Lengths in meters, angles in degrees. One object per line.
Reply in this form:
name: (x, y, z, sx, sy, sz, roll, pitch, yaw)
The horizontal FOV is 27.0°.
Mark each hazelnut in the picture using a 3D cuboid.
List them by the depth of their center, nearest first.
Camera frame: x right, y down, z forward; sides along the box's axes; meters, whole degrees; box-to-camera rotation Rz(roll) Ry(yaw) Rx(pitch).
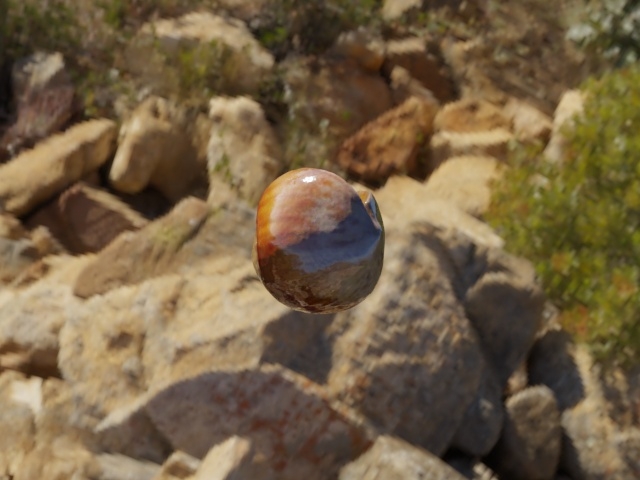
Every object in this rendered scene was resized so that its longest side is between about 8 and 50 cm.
hazelnut: (0.000, 0.000, 0.763, 0.086, 0.086, 0.086, 14, 42, -13)
